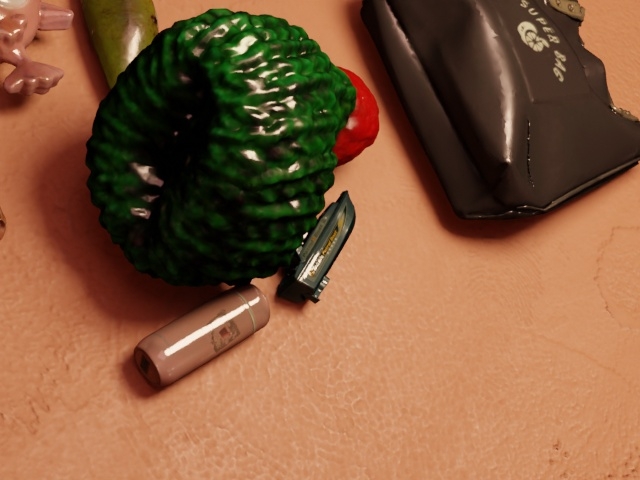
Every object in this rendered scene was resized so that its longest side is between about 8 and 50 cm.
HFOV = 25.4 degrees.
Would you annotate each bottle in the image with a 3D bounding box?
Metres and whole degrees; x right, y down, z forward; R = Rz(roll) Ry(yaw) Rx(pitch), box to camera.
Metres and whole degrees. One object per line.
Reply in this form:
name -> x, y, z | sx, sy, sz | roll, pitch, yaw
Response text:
bottle -> -0.116, 0.092, 1.406 | 0.140, 0.053, 0.053 | -31, 77, -30

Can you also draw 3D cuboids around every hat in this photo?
hat -> -0.051, -0.095, 1.438 | 0.332, 0.274, 0.242 | -12, 63, -53

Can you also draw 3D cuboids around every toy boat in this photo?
toy boat -> 0.000, 0.000, 1.493 | 0.060, 0.055, 0.141 | 35, 58, -8

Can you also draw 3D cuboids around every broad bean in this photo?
broad bean -> -0.228, -0.271, 1.548 | 0.077, 0.061, 0.339 | -15, 69, -18

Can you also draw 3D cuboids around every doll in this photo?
doll -> -0.366, -0.250, 1.469 | 0.211, 0.093, 0.262 | -28, 73, -35

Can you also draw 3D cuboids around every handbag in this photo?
handbag -> 0.232, -0.188, 1.630 | 0.288, 0.152, 0.342 | -10, 68, -36

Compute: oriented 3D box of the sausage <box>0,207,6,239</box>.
sausage -> -0.468, -0.133, 1.377 | 0.419, 0.094, 0.094 | 43, 73, 5
